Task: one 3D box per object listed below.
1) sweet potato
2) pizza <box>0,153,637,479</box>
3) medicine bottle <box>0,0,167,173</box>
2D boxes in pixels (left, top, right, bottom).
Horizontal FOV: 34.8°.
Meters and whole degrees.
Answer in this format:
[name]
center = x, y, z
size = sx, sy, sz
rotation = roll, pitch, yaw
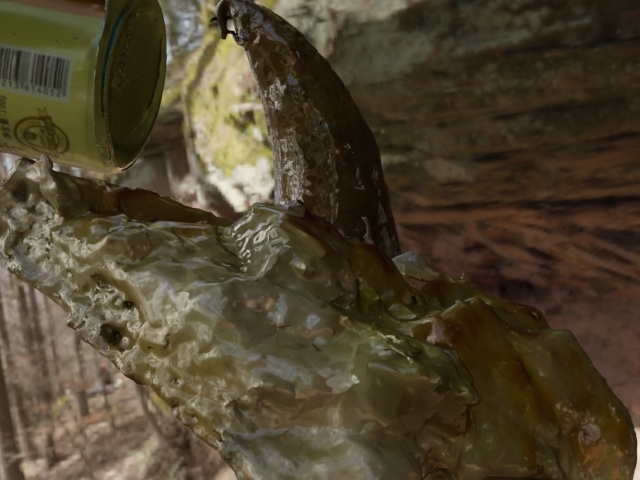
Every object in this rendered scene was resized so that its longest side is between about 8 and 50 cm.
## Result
[sweet potato]
center = 0.005, -0.003, 0.882
size = 0.130, 0.423, 0.130
rotation = -9, 11, 2
[pizza]
center = 0.029, 0.048, 0.434
size = 0.323, 0.089, 0.223
rotation = 21, 12, -35
[medicine bottle]
center = -0.220, -0.119, 0.621
size = 0.238, 0.124, 0.124
rotation = 13, 4, 7
